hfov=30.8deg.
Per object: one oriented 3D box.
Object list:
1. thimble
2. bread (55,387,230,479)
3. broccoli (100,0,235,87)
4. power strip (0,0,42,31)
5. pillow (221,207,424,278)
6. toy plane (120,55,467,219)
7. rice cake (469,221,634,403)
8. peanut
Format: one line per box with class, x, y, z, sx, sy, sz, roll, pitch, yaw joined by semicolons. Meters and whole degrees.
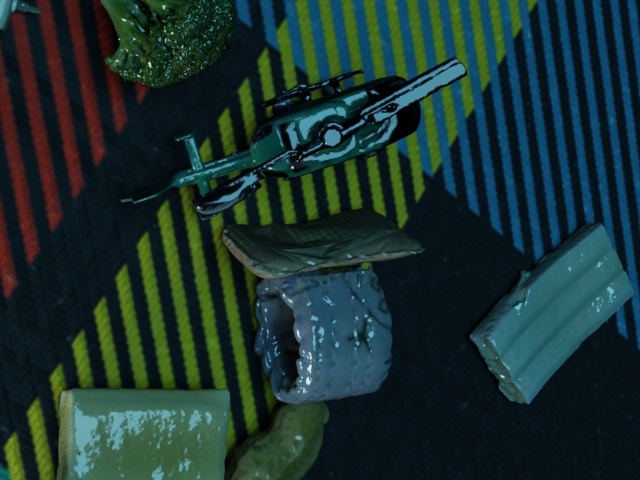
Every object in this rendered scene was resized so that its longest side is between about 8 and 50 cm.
thimble;0.001;0.102;1.282;0.117;0.127;0.151;-6;88;-28
bread;-0.189;0.221;1.228;0.178;0.060;0.140;6;89;-27
broccoli;-0.157;-0.221;1.183;0.138;0.146;0.162;32;73;-16
power strip;-0.393;-0.257;1.128;0.252;0.027;0.060;12;86;-26
pillow;0.001;0.001;1.278;0.211;0.135;0.034;-8;118;-27
toy plane;-0.032;-0.106;1.250;0.381;0.155;0.106;-18;101;-8
rice cake;0.298;0.088;1.476;0.237;0.043;0.127;-39;109;-21
peanut;-0.052;0.240;1.288;0.080;0.080;0.174;48;63;-20
